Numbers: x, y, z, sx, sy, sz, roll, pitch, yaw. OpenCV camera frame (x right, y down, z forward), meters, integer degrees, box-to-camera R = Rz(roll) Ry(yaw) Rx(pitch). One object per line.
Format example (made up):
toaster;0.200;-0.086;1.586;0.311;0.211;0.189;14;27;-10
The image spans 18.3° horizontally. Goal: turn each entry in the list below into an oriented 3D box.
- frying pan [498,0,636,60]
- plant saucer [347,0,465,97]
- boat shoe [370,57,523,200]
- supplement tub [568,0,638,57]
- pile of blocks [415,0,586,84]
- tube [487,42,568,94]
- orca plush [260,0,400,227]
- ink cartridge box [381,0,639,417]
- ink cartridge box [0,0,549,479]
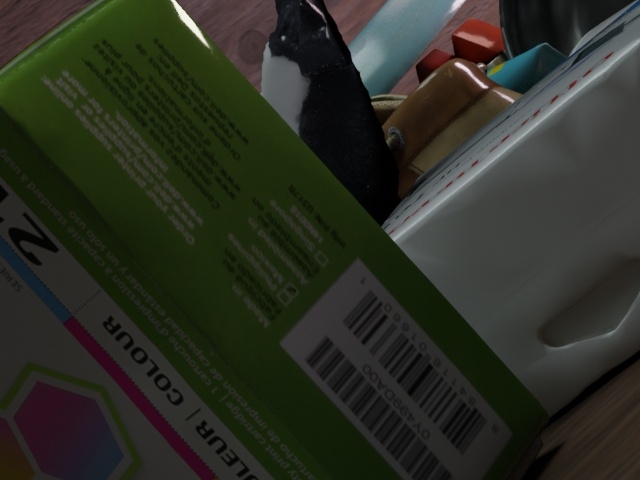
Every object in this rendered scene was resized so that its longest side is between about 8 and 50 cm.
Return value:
frying pan;0.220;-0.203;1.120;0.053;0.197;0.326;14;-55;-41
plant saucer;0.001;-0.087;1.421;0.317;0.043;0.317;-50;3;3
boat shoe;0.052;-0.029;1.121;0.122;0.120;0.324;-41;3;-22
supplement tub;0.167;-0.085;0.973;0.071;0.071;0.107;-41;2;-15
pile of blocks;0.099;-0.076;1.340;0.362;0.112;0.149;-38;3;31
tube;0.104;-0.071;1.156;0.207;0.080;0.052;-14;53;62
orca plush;0.000;0.000;0.867;0.102;0.151;0.287;-21;-54;-34
ink cartridge box;0.095;-0.015;0.718;0.139;0.082;0.190;-39;1;17
ink cartridge box;-0.084;0.070;0.643;0.255;0.189;0.097;-40;4;39
